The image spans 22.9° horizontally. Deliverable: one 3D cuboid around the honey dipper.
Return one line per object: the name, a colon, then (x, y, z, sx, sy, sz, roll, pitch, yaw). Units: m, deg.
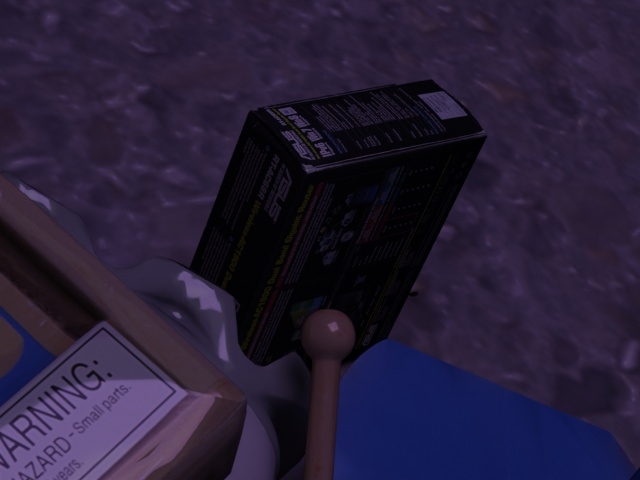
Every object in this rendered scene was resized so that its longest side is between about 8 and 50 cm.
honey dipper: (-0.004, 0.102, 0.504, 0.030, 0.030, 0.160, 6, 80, -23)

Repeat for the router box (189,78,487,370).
router box: (0.000, 0.000, 0.611, 0.092, 0.122, 0.038, -14, 51, -39)

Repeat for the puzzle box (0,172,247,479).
puzzle box: (-0.250, 0.082, 0.348, 0.272, 0.052, 0.409, 40, 59, 16)

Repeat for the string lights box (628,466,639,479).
string lights box: (0.130, 0.127, 0.440, 0.133, 0.259, 0.076, 9, 43, -21)

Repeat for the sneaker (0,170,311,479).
sneaker: (-0.166, 0.027, 0.491, 0.331, 0.122, 0.146, 26, 38, 0)

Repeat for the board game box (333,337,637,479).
board game box: (0.061, 0.115, 0.579, 0.169, 0.033, 0.133, 24, 46, -25)
